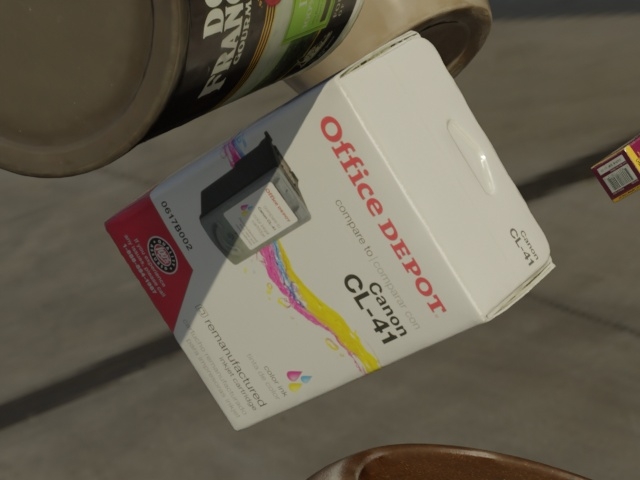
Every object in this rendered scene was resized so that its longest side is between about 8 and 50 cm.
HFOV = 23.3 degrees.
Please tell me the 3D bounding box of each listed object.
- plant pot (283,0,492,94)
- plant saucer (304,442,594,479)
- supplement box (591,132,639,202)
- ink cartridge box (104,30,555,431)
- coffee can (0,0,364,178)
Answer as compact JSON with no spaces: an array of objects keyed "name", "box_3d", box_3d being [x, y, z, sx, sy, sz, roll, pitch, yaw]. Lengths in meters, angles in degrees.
[{"name":"plant pot","box_3d":[0.020,-0.278,1.551,0.323,0.280,0.323,-29,-20,-12]},{"name":"plant saucer","box_3d":[0.124,0.187,0.913,0.311,0.050,0.310,13,10,-2]},{"name":"supplement box","box_3d":[0.310,-0.079,1.489,0.083,0.043,0.055,-32,-2,-35]},{"name":"ink cartridge box","box_3d":[0.000,0.000,1.277,0.306,0.226,0.131,-29,5,43]},{"name":"coffee can","box_3d":[-0.111,-0.171,0.984,0.202,0.201,0.275,-11,12,28]}]
